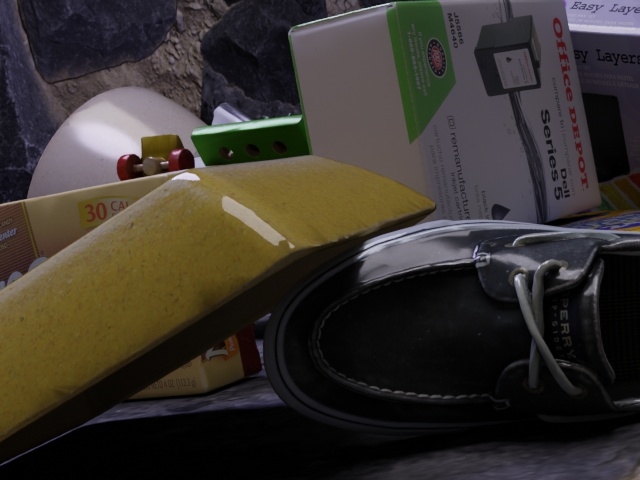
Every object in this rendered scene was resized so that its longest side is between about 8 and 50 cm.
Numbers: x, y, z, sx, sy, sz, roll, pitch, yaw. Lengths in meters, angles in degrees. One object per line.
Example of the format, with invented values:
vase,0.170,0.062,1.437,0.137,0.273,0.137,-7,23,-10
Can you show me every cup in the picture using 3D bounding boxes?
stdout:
cup,-0.207,-0.023,1.959,0.237,0.331,0.331,22,21,33

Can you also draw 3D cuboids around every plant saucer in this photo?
plant saucer,-0.113,0.041,0.897,0.333,0.081,0.333,-32,-4,17

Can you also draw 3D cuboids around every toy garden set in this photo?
toy garden set,-0.050,-0.011,1.263,0.204,0.244,0.049,-4,39,30

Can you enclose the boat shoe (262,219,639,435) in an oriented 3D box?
boat shoe,0.135,0.039,0.772,0.335,0.121,0.119,-8,-2,-3

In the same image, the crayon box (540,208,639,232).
crayon box,0.209,0.027,1.203,0.203,0.083,0.323,-11,2,-15

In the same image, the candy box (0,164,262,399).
candy box,-0.215,0.048,1.246,0.316,0.183,0.087,-8,3,34

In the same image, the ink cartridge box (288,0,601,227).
ink cartridge box,0.113,-0.099,1.193,0.115,0.198,0.273,-8,5,39

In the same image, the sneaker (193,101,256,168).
sneaker,-0.049,0.041,1.523,0.169,0.257,0.447,34,2,-38

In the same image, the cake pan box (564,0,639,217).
cake pan box,0.316,-0.105,1.315,0.267,0.246,0.070,12,43,35
